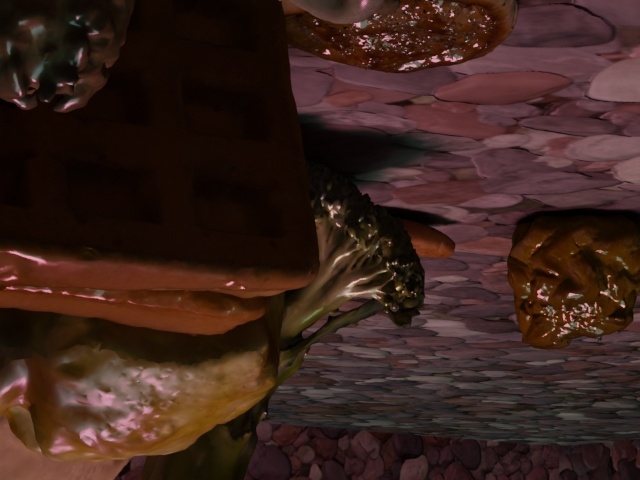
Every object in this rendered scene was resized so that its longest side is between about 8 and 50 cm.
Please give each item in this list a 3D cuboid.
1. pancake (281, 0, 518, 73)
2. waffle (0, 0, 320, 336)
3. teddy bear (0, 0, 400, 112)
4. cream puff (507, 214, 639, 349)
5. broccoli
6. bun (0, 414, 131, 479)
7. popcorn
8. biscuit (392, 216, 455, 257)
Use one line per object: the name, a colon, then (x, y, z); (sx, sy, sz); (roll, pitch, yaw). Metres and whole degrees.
pancake: (0.039, -0.125, 0.892); (0.158, 0.028, 0.158); (0, 170, 0)
waffle: (-0.166, -0.076, 0.684); (0.328, 0.224, 0.098); (8, 153, -33)
teddy bear: (-0.082, -0.145, 0.523); (0.256, 0.156, 0.267); (5, 139, 5)
cream puff: (0.234, 0.039, 1.439); (0.146, 0.116, 0.146); (5, 169, 1)
broccoli: (-0.065, 0.091, 1.174); (0.221, 0.361, 0.252); (25, 141, -21)
bun: (-0.240, 0.091, 1.253); (0.202, 0.364, 0.364); (-2, 167, 11)
popcorn: (-0.121, -0.001, 0.931); (0.276, 0.276, 0.225); (-5, -164, 31)
biscuit: (0.000, -0.001, 1.471); (0.224, 0.033, 0.144); (-7, 163, 37)
